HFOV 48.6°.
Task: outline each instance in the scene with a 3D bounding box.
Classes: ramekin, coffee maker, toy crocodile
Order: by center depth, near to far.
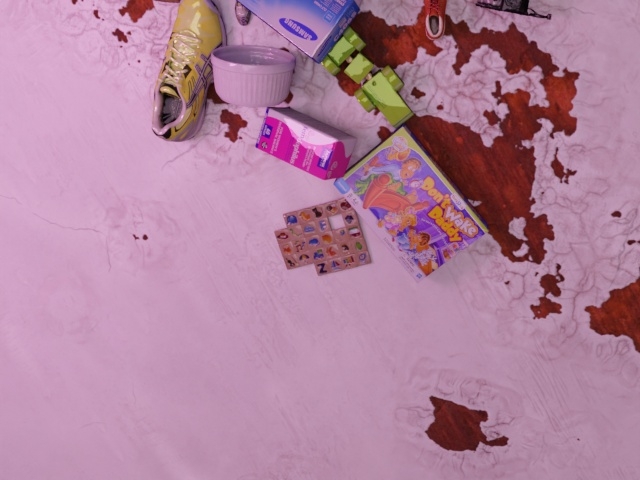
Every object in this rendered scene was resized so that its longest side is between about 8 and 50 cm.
[{"bbox_3d":[0.457,-0.616,1.632,0.171,0.120,0.178,4,111,-17],"label":"coffee maker"},{"bbox_3d":[-0.168,-0.405,1.749,0.207,0.207,0.109,9,117,7],"label":"ramekin"},{"bbox_3d":[0.103,-0.423,1.756,0.115,0.105,0.340,-42,101,18],"label":"toy crocodile"}]

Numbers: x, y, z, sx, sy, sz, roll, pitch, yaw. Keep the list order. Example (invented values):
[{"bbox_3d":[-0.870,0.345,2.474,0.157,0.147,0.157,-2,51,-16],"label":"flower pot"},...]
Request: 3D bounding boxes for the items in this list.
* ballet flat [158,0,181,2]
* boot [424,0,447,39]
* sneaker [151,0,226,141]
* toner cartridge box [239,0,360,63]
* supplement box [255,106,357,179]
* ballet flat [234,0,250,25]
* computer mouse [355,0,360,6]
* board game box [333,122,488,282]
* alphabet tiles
[{"bbox_3d":[-0.321,-0.735,1.725,0.124,0.116,0.342,21,111,-19],"label":"ballet flat"},{"bbox_3d":[0.274,-0.559,1.685,0.059,0.084,0.158,-1,105,13],"label":"boot"},{"bbox_3d":[-0.337,-0.429,1.795,0.145,0.147,0.385,14,108,7],"label":"sneaker"},{"bbox_3d":[-0.092,-0.592,1.684,0.348,0.075,0.165,39,100,11],"label":"toner cartridge box"},{"bbox_3d":[-0.037,-0.246,1.784,0.220,0.114,0.111,27,110,22],"label":"supplement box"},{"bbox_3d":[-0.197,-0.597,1.775,0.041,0.041,0.114,6,108,8],"label":"ballet flat"},{"bbox_3d":[0.018,-0.630,1.726,0.193,0.042,0.106,40,108,-4],"label":"computer mouse"},{"bbox_3d":[0.235,-0.096,1.840,0.233,0.078,0.347,-39,97,18],"label":"board game box"},{"bbox_3d":[0.000,0.000,1.944,0.237,0.009,0.198,-14,107,15],"label":"alphabet tiles"}]
